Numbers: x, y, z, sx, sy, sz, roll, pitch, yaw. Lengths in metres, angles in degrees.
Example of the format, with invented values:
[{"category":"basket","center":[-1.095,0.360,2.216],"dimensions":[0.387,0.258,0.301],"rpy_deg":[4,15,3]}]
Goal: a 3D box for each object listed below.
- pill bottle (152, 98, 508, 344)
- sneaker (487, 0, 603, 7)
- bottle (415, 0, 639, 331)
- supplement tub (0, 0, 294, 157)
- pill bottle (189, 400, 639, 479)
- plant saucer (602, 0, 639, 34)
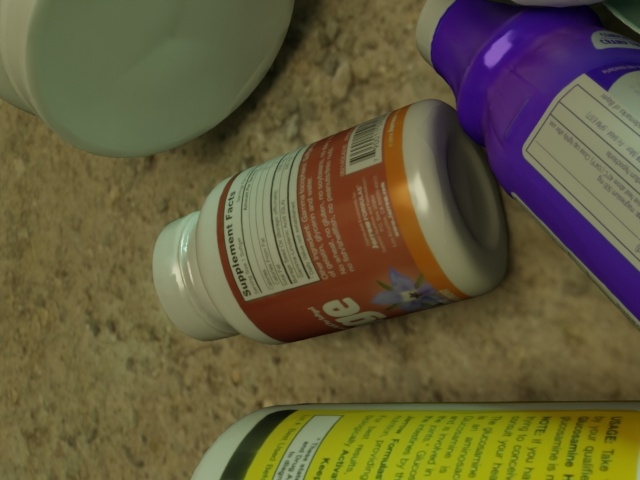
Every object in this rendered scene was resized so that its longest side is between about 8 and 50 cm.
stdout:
[{"category":"pill bottle","center":[0.000,0.000,0.495],"dimensions":[0.216,0.121,0.121],"rpy_deg":[-18,75,30]},{"category":"sneaker","center":[0.229,-0.204,0.290],"dimensions":[0.410,0.182,0.158],"rpy_deg":[-12,78,5]},{"category":"bottle","center":[0.146,-0.043,0.375],"dimensions":[0.283,0.118,0.092],"rpy_deg":[57,132,39]},{"category":"supplement tub","center":[-0.197,-0.241,0.576],"dimensions":[0.331,0.241,0.241],"rpy_deg":[46,108,27]},{"category":"pill bottle","center":[0.104,0.174,0.371],"dimensions":[0.334,0.188,0.188],"rpy_deg":[-8,80,32]},{"category":"plant saucer","center":[0.227,-0.174,0.401],"dimensions":[0.195,0.037,0.195],"rpy_deg":[-2,79,12]}]
